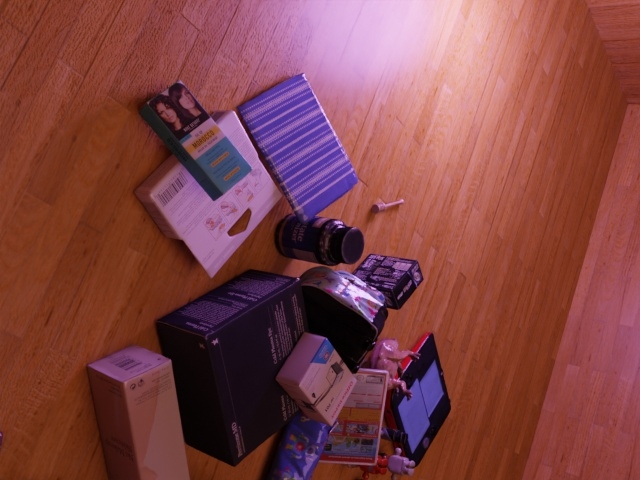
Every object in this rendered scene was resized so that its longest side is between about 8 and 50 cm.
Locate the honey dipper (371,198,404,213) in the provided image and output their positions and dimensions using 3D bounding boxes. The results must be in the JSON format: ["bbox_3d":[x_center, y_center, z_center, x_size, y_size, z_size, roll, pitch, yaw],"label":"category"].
[{"bbox_3d":[0.215,-0.110,2.153,0.160,0.030,0.030,-16,109,-51],"label":"honey dipper"}]

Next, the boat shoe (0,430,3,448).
[{"bbox_3d":[-0.614,0.448,1.245,0.073,0.073,0.207,3,95,-48],"label":"boat shoe"}]

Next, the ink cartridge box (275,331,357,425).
[{"bbox_3d":[-0.007,0.336,1.658,0.140,0.082,0.191,-57,134,-28],"label":"ink cartridge box"}]

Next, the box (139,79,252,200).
[{"bbox_3d":[-0.262,-0.211,1.460,0.244,0.060,0.100,50,59,-10],"label":"box"}]

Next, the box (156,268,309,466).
[{"bbox_3d":[-0.185,0.289,1.638,0.312,0.179,0.343,-29,118,-45],"label":"box"}]

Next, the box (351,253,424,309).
[{"bbox_3d":[0.189,0.120,2.045,0.147,0.180,0.078,-46,127,-35],"label":"box"}]

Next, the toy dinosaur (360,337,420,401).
[{"bbox_3d":[0.190,0.392,2.158,0.200,0.127,0.296,31,51,-12],"label":"toy dinosaur"}]

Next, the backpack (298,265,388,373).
[{"bbox_3d":[0.028,0.189,1.763,0.225,0.253,0.191,-62,178,37],"label":"backpack"}]

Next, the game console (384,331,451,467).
[{"bbox_3d":[0.348,0.566,2.413,0.342,0.060,0.387,-41,127,-37],"label":"game console"}]

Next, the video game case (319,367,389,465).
[{"bbox_3d":[0.086,0.518,2.031,0.204,0.025,0.285,8,91,-13],"label":"video game case"}]

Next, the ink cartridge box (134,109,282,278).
[{"bbox_3d":[-0.246,-0.108,1.576,0.296,0.066,0.261,-52,131,-29],"label":"ink cartridge box"}]

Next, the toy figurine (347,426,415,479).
[{"bbox_3d":[0.188,0.710,2.195,0.209,0.148,0.213,-44,126,-43],"label":"toy figurine"}]

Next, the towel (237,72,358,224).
[{"bbox_3d":[-0.050,-0.234,1.750,0.243,0.040,0.336,-39,107,-37],"label":"towel"}]

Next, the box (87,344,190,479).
[{"bbox_3d":[-0.381,0.397,1.455,0.121,0.148,0.311,-21,112,-45],"label":"box"}]

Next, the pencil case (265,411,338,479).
[{"bbox_3d":[-0.054,0.585,1.889,0.119,0.133,0.306,81,31,-73],"label":"pencil case"}]

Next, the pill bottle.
[{"bbox_3d":[0.000,0.000,1.768,0.122,0.219,0.123,-12,106,-48],"label":"pill bottle"}]
